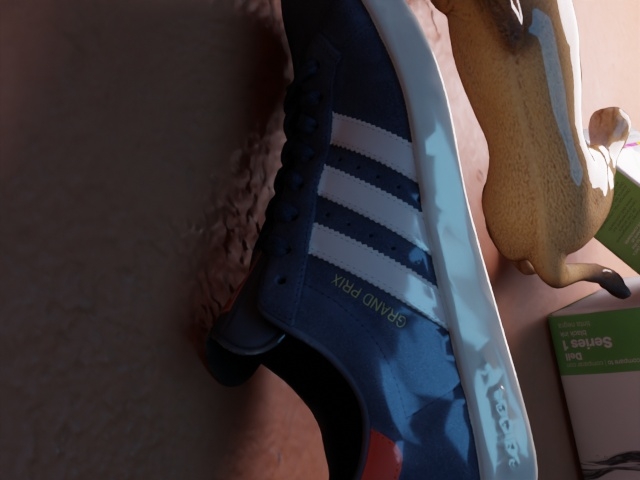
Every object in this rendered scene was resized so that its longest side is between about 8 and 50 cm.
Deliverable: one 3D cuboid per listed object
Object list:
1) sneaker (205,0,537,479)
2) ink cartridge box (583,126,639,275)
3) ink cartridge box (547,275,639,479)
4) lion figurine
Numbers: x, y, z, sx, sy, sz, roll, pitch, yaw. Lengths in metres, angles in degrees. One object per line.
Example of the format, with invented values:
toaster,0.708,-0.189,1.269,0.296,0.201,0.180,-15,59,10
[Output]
sneaker,0.000,0.000,0.624,0.148,0.131,0.350,-11,72,-13
ink cartridge box,0.286,-0.008,0.901,0.209,0.062,0.109,43,33,24
ink cartridge box,0.283,0.146,0.935,0.160,0.092,0.220,-15,94,-50
lion figurine,0.127,-0.108,0.736,0.392,0.142,0.240,65,20,-7
